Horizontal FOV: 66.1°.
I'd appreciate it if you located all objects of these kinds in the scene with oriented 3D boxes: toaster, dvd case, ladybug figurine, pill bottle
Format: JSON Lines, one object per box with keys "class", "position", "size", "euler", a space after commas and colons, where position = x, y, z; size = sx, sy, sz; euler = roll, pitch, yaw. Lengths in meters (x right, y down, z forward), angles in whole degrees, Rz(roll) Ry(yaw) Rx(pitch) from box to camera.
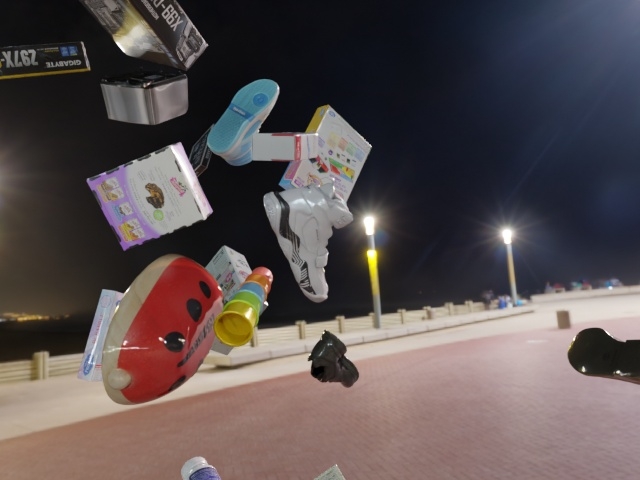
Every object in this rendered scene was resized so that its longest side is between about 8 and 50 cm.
{"class": "toaster", "position": [-0.464, -0.383, 1.301], "size": [0.168, 0.110, 0.186], "euler": [11, 30, 19]}
{"class": "dvd case", "position": [-0.457, -0.316, 1.859], "size": [0.029, 0.179, 0.238], "euler": [22, -23, -26]}
{"class": "ladybug figurine", "position": [-0.344, 0.202, 1.147], "size": [0.161, 0.305, 0.449], "euler": [6, 24, 5]}
{"class": "pill bottle", "position": [-0.355, 0.756, 1.501], "size": [0.112, 0.112, 0.186], "euler": [1, 19, -35]}

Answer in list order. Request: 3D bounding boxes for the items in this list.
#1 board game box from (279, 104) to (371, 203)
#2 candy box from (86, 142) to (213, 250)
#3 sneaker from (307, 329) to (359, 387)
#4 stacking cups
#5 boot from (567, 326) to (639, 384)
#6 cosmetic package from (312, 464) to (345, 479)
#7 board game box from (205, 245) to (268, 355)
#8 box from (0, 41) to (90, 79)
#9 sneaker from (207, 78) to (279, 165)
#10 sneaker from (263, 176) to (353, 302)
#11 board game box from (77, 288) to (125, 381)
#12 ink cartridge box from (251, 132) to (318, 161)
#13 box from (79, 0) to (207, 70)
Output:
{"class": "board game box", "position": [0.025, -0.260, 1.687], "size": [0.242, 0.317, 0.064], "euler": [37, -20, -34]}
{"class": "candy box", "position": [-0.352, -0.092, 1.031], "size": [0.196, 0.165, 0.070], "euler": [-19, 16, 9]}
{"class": "sneaker", "position": [0.031, 0.399, 1.558], "size": [0.109, 0.130, 0.286], "euler": [27, -26, 41]}
{"class": "stacking cups", "position": [-0.176, 0.151, 1.266], "size": [0.096, 0.096, 0.316], "euler": [-5, 18, 11]}
{"class": "boot", "position": [0.645, 0.262, 1.051], "size": [0.115, 0.112, 0.305], "euler": [26, -4, -2]}
{"class": "cosmetic package", "position": [0.067, 0.907, 1.575], "size": [0.160, 0.309, 0.113], "euler": [-27, -28, -14]}
{"class": "board game box", "position": [-0.316, 0.190, 1.626], "size": [0.097, 0.224, 0.303], "euler": [32, 13, -36]}
{"class": "box", "position": [-0.779, -0.463, 1.277], "size": [0.321, 0.079, 0.257], "euler": [-14, 22, -22]}
{"class": "sneaker", "position": [-0.250, -0.401, 1.724], "size": [0.127, 0.319, 0.208], "euler": [40, -6, 16]}
{"class": "sneaker", "position": [0.000, 0.000, 1.372], "size": [0.210, 0.366, 0.137], "euler": [-23, 26, 0]}
{"class": "board game box", "position": [-0.741, 0.368, 1.866], "size": [0.065, 0.318, 0.319], "euler": [7, -13, 18]}
{"class": "ink cartridge box", "position": [-0.094, -0.262, 1.368], "size": [0.127, 0.072, 0.175], "euler": [5, 14, 20]}
{"class": "box", "position": [-0.391, -0.482, 0.938], "size": [0.242, 0.077, 0.307], "euler": [25, -16, 35]}
